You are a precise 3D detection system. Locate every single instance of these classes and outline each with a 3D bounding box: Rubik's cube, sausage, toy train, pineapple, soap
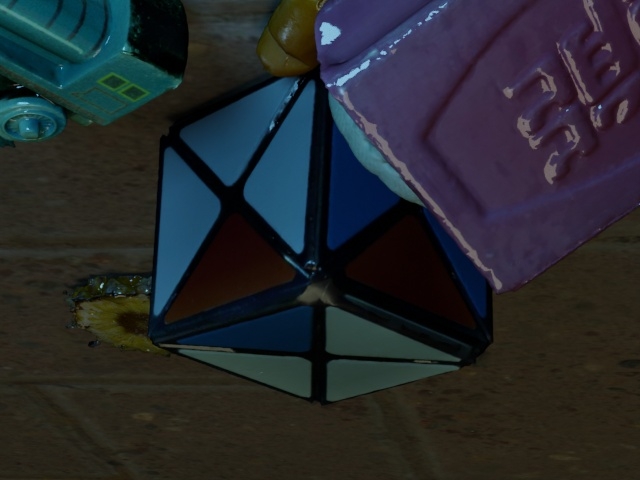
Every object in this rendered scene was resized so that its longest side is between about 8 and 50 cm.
[{"bbox_3d":[0.000,0.000,1.809,0.246,0.248,0.250,25,149,-38],"label":"Rubik's cube"},{"bbox_3d":[-0.010,-0.189,1.613,0.062,0.054,0.183,39,155,1],"label":"sausage"},{"bbox_3d":[-0.271,-0.191,1.584,0.194,0.120,0.298,-24,145,36],"label":"toy train"},{"bbox_3d":[-0.222,0.093,2.334,0.221,0.047,0.221,6,154,3],"label":"pineapple"},{"bbox_3d":[0.193,-0.157,1.282,0.359,0.128,0.233,-36,120,10],"label":"soap"}]

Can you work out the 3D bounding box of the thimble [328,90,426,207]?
[{"bbox_3d":[0.114,-0.148,1.483,0.237,0.237,0.150,12,154,-17],"label":"thimble"}]
